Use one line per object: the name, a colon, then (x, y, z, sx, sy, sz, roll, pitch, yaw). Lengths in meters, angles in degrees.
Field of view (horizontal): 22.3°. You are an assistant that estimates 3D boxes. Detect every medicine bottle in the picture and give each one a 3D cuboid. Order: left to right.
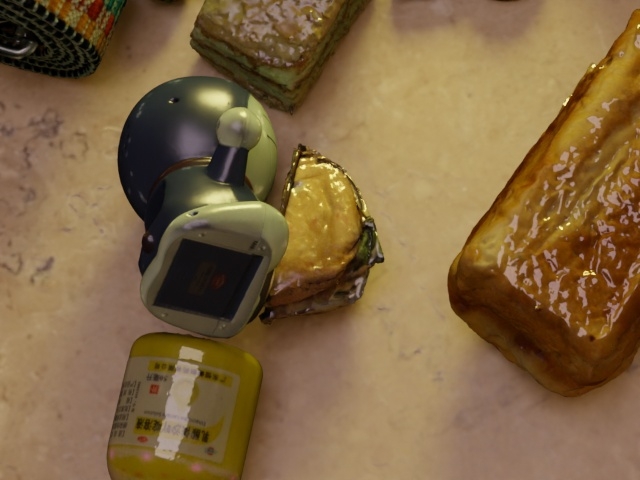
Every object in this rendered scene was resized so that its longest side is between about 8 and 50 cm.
medicine bottle: (-0.128, 0.197, 1.418, 0.122, 0.122, 0.212, 9, 73, 10)

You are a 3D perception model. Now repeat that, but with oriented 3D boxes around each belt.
belt: (-0.312, -0.260, 1.553, 0.257, 0.207, 0.150, 20, 73, 5)

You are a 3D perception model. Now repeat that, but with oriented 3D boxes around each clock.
clock: (-0.104, -0.045, 1.452, 0.146, 0.199, 0.243, 9, 38, -19)

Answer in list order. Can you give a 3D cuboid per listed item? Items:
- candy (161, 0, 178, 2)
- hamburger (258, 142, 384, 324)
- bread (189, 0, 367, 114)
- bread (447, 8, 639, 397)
candy: (-0.192, -0.313, 1.644, 0.060, 0.060, 0.201, -37, 63, -6)
hamburger: (0.005, 0.005, 1.491, 0.102, 0.087, 0.176, 13, 62, -6)
bread: (-0.030, -0.239, 1.564, 0.138, 0.102, 0.196, 30, 79, 18)
bread: (0.266, -0.035, 1.433, 0.195, 0.149, 0.344, 38, 79, 6)
